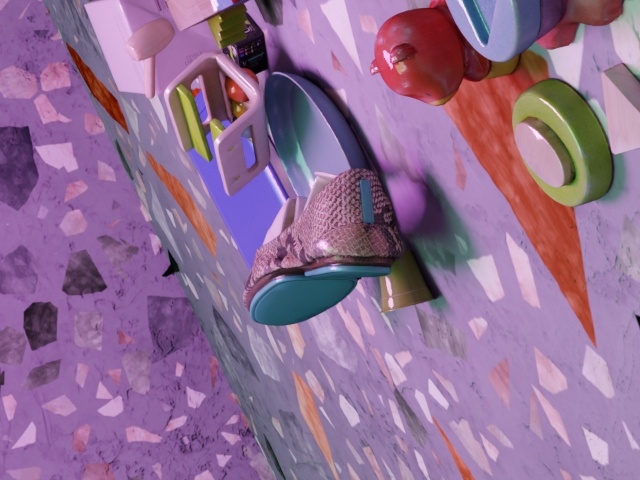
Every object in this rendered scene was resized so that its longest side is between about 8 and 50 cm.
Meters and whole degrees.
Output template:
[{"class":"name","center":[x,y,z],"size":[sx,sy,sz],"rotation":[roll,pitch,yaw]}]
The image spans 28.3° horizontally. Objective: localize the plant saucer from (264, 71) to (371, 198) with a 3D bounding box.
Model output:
[{"class":"plant saucer","center":[0.008,-0.117,1.936],"size":[0.317,0.044,0.317],"rotation":[54,161,29]}]

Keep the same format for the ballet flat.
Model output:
[{"class":"ballet flat","center":[0.000,0.000,1.836],"size":[0.483,0.164,0.182],"rotation":[141,129,-69]}]

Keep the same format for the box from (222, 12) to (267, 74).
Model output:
[{"class":"box","center":[-0.124,-0.311,2.034],"size":[0.062,0.052,0.083],"rotation":[53,162,32]}]

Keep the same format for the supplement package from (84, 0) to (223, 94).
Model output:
[{"class":"supplement package","center":[-0.273,-0.365,2.192],"size":[0.293,0.177,0.175],"rotation":[19,132,67]}]

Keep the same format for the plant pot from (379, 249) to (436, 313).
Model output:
[{"class":"plant pot","center":[0.115,0.057,1.820],"size":[0.083,0.083,0.079],"rotation":[151,105,-74]}]

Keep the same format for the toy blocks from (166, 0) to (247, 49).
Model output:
[{"class":"toy blocks","center":[-0.166,-0.463,1.761],"size":[0.261,0.191,0.381],"rotation":[-5,110,61]}]

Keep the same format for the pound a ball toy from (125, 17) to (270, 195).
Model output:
[{"class":"pound a ball toy","center":[-0.175,-0.225,2.007],"size":[0.208,0.136,0.319],"rotation":[45,169,12]}]

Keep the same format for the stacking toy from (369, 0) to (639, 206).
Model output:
[{"class":"stacking toy","center":[0.172,-0.153,1.199],"size":[0.279,0.130,0.309],"rotation":[62,165,7]}]

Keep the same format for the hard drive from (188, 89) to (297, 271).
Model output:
[{"class":"hard drive","center":[-0.143,-0.123,2.294],"size":[0.210,0.040,0.318],"rotation":[-38,78,53]}]
